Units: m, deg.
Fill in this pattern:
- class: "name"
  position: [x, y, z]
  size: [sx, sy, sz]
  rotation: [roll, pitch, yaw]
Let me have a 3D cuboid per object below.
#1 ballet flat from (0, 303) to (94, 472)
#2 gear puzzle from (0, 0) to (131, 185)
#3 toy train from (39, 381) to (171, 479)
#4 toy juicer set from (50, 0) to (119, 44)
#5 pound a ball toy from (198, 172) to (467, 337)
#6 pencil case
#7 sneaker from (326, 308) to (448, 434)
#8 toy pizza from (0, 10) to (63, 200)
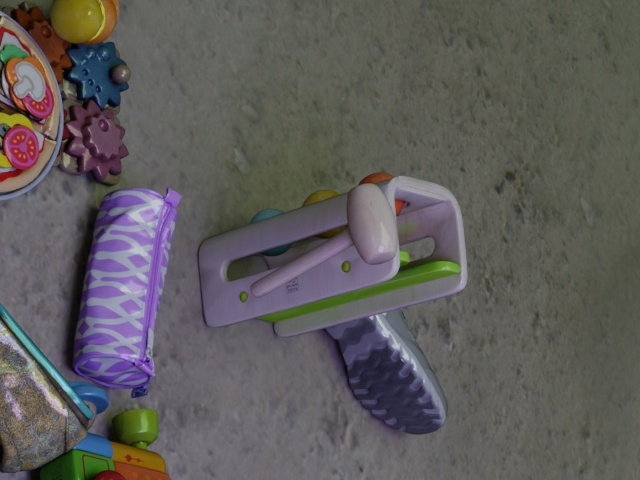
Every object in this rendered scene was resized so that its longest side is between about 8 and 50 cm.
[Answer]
- class: "ballet flat"
  position: [-0.339, 0.060, 1.466]
  size: [0.348, 0.123, 0.123]
  rotation: [57, 41, -10]
- class: "gear puzzle"
  position: [-0.315, -0.175, 1.627]
  size: [0.339, 0.044, 0.175]
  rotation: [18, 63, -45]
- class: "toy train"
  position: [-0.170, 0.231, 1.615]
  size: [0.248, 0.105, 0.143]
  rotation: [22, 47, -44]
- class: "toy juicer set"
  position: [-0.270, -0.297, 1.584]
  size: [0.329, 0.089, 0.209]
  rotation: [69, 12, -75]
- class: "pound a ball toy"
  position: [0.000, 0.000, 1.717]
  size: [0.208, 0.319, 0.135]
  rotation: [12, 67, -47]
- class: "pencil case"
  position: [-0.194, 0.048, 1.654]
  size: [0.086, 0.088, 0.206]
  rotation: [30, 54, -43]
- class: "sneaker"
  position: [0.077, 0.102, 1.940]
  size: [0.281, 0.105, 0.115]
  rotation: [59, 41, -15]
- class: "toy pizza"
  position: [-0.321, -0.137, 1.555]
  size: [0.201, 0.032, 0.201]
  rotation: [17, 66, -41]
